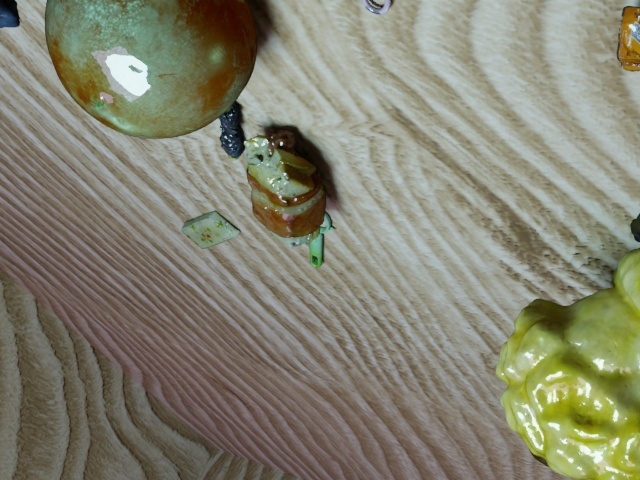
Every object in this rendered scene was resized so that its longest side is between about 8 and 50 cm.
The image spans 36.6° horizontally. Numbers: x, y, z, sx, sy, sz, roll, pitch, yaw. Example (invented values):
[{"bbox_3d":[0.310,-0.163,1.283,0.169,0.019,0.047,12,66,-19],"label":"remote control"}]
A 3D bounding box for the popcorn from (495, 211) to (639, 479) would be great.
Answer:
[{"bbox_3d":[0.385,0.137,1.152,0.349,0.349,0.382,15,121,32],"label":"popcorn"}]

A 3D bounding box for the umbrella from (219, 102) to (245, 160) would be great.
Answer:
[{"bbox_3d":[-0.139,-0.165,1.495,0.037,0.040,0.144,18,156,8],"label":"umbrella"}]

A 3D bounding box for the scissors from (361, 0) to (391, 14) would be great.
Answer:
[{"bbox_3d":[0.039,-0.306,1.024,0.085,0.022,0.176,29,160,14],"label":"scissors"}]

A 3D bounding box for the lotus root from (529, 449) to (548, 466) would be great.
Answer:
[{"bbox_3d":[0.413,0.283,1.548,0.193,0.193,0.291,25,156,14],"label":"lotus root"}]

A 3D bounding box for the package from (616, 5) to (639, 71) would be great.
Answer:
[{"bbox_3d":[0.319,-0.182,0.920,0.077,0.033,0.111,9,154,23],"label":"package"}]

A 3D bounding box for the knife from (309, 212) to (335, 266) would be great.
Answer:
[{"bbox_3d":[0.000,-0.001,1.685,0.054,0.015,0.212,19,154,8],"label":"knife"}]

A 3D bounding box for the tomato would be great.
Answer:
[{"bbox_3d":[-0.220,-0.247,1.205,0.270,0.223,0.270,23,156,11],"label":"tomato"}]

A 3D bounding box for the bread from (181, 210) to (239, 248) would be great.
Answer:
[{"bbox_3d":[-0.218,-0.019,1.893,0.068,0.028,0.153,42,153,-20],"label":"bread"}]

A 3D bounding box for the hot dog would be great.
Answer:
[{"bbox_3d":[-0.050,-0.085,1.482,0.146,0.103,0.213,44,154,26],"label":"hot dog"}]

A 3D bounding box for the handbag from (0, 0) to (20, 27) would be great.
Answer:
[{"bbox_3d":[-0.435,-0.389,1.076,0.329,0.303,0.122,30,159,3],"label":"handbag"}]
